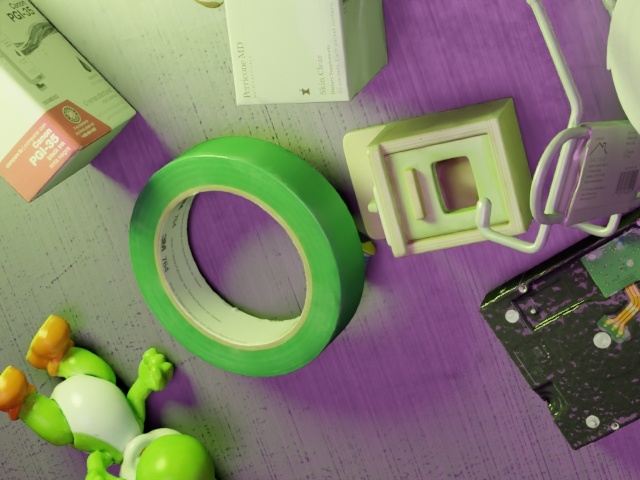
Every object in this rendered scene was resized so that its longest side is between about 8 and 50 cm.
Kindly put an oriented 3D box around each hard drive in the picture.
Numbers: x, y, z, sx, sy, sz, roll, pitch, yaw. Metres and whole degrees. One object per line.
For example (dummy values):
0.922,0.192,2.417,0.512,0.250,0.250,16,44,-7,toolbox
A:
0.405,0.093,1.967,0.339,0.064,0.237,-32,97,24,hard drive

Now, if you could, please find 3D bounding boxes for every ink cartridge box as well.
-0.407,-0.208,2.019,0.283,0.207,0.117,46,113,-3,ink cartridge box

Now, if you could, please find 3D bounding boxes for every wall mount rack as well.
0.298,-0.145,1.798,0.130,0.350,0.304,22,107,31,wall mount rack

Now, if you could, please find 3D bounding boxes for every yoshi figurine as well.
-0.276,0.266,2.160,0.362,0.203,0.203,38,108,-2,yoshi figurine

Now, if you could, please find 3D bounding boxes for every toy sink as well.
0.138,-0.073,1.950,0.234,0.131,0.153,-10,105,19,toy sink

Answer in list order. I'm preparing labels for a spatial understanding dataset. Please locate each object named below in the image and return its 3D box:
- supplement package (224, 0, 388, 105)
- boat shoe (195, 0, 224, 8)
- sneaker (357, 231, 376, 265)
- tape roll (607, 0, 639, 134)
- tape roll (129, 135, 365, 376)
-0.021,-0.314,1.872,0.145,0.204,0.262,-1,109,17,supplement package
-0.204,-0.419,1.953,0.277,0.098,0.096,41,114,-10,boat shoe
0.000,0.000,2.059,0.144,0.053,0.059,31,116,5,sneaker
0.456,-0.207,1.669,0.286,0.100,0.286,18,119,37,tape roll
-0.100,0.023,2.045,0.321,0.077,0.321,12,119,23,tape roll
